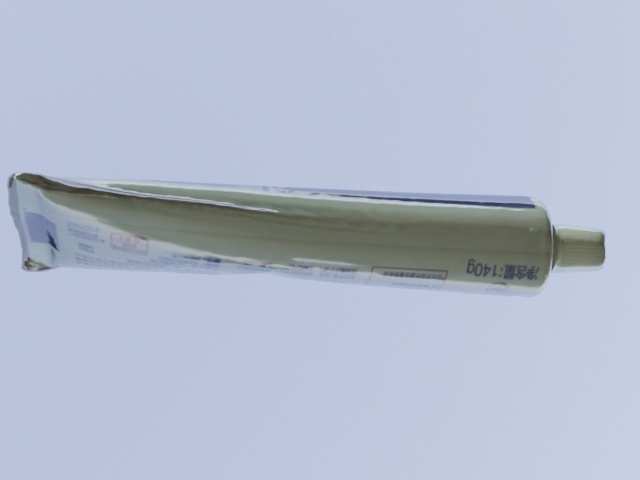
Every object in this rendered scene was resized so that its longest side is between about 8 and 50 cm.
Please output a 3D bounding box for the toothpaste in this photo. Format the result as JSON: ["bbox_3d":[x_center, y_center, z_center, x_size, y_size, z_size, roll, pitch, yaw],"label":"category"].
[{"bbox_3d":[0.000,0.000,0.456,0.268,0.069,0.047,2,-91,-8],"label":"toothpaste"}]
